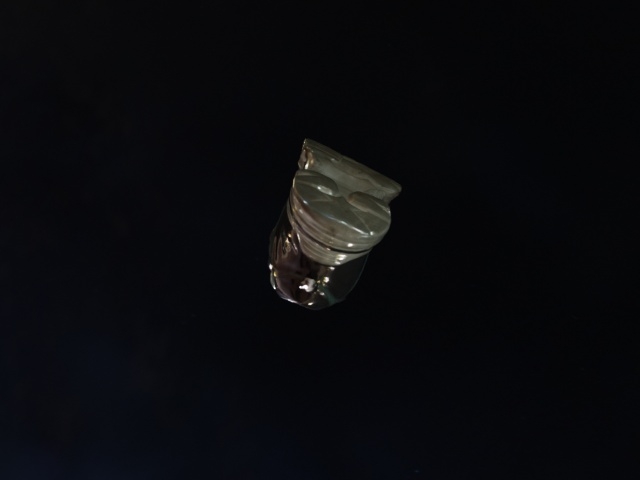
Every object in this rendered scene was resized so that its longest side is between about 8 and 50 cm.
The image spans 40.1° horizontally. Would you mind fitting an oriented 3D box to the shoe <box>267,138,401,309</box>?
[{"bbox_3d":[0.000,0.000,0.552,0.071,0.169,0.100,24,-72,-2],"label":"shoe"}]
